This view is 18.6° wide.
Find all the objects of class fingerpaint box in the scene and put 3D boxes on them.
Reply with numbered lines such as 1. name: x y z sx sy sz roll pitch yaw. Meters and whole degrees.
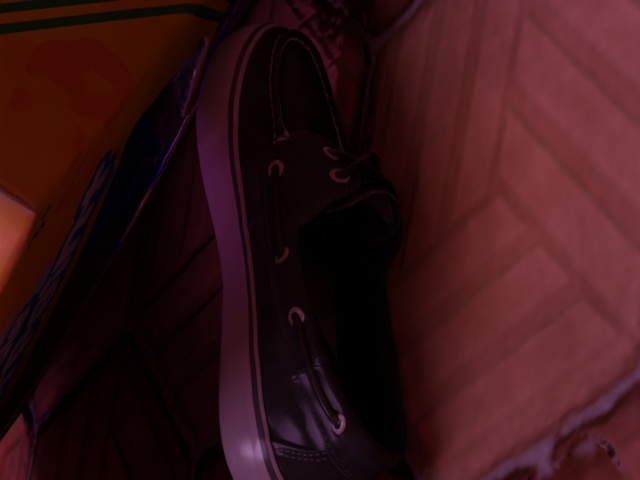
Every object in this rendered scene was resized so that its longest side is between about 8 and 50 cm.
1. fingerpaint box: -0.197 0.011 0.905 0.445 0.163 0.371 -57 2 35

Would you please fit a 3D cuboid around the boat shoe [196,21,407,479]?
1. boat shoe: 0.000 0.000 0.804 0.076 0.080 0.228 -23 52 31
